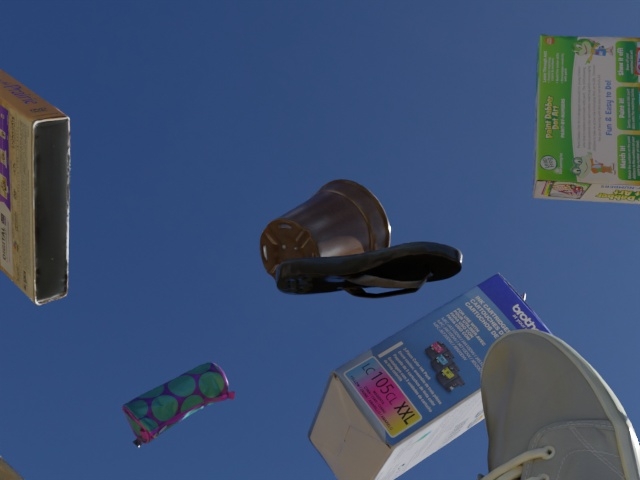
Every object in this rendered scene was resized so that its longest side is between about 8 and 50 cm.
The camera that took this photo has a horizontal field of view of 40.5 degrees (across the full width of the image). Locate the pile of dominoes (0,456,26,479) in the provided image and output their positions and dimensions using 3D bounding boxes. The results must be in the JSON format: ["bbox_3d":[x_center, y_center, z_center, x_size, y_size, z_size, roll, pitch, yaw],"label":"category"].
[{"bbox_3d":[-0.290,0.247,0.557,0.196,0.251,0.040,32,-34,23],"label":"pile of dominoes"}]

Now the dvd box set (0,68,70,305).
[{"bbox_3d":[-0.531,-0.128,1.385,0.420,0.062,0.307,32,-54,37],"label":"dvd box set"}]

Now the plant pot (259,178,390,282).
[{"bbox_3d":[0.000,0.000,1.411,0.167,0.165,0.167,16,-64,35],"label":"plant pot"}]

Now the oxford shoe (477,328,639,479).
[{"bbox_3d":[0.206,0.252,0.785,0.130,0.449,0.169,17,-49,-19],"label":"oxford shoe"}]

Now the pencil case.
[{"bbox_3d":[-0.203,0.231,1.235,0.070,0.152,0.064,41,-39,32],"label":"pencil case"}]

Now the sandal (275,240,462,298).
[{"bbox_3d":[0.068,0.054,1.182,0.255,0.054,0.097,-8,-28,5],"label":"sandal"}]

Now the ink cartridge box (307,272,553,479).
[{"bbox_3d":[0.193,0.223,1.381,0.151,0.396,0.270,54,-27,23],"label":"ink cartridge box"}]

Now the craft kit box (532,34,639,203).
[{"bbox_3d":[0.421,-0.168,1.193,0.247,0.249,0.061,6,-26,7],"label":"craft kit box"}]
